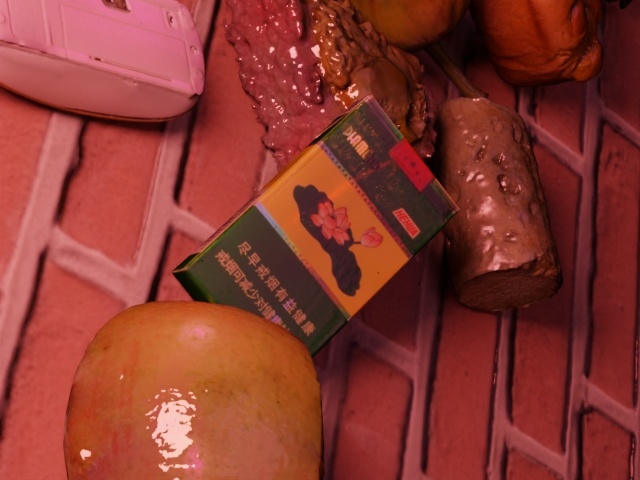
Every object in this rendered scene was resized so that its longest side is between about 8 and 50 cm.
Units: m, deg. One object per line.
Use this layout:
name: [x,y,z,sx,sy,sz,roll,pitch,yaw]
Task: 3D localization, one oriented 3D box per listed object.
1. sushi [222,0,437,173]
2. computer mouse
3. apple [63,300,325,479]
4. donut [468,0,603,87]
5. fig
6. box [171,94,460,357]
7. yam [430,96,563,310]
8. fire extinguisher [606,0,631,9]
sushi: [0.018,-0.150,1.672,0.161,0.107,0.241,-13,78,-54]
computer mouse: [-0.197,-0.166,1.483,0.245,0.056,0.126,10,60,-43]
apple: [-0.090,0.152,1.369,0.193,0.120,0.265,17,56,-25]
donut: [0.221,-0.268,1.910,0.226,0.114,0.226,-12,90,-69]
fig: [0.099,-0.213,1.792,0.245,0.149,0.149,50,35,-48]
box: [0.000,0.000,1.545,0.235,0.034,0.132,-45,103,-24]
yam: [0.161,-0.039,1.760,0.107,0.107,0.194,14,57,-42]
fire extinguisher: [0.265,-0.375,2.081,0.095,0.114,0.311,-45,106,-4]
